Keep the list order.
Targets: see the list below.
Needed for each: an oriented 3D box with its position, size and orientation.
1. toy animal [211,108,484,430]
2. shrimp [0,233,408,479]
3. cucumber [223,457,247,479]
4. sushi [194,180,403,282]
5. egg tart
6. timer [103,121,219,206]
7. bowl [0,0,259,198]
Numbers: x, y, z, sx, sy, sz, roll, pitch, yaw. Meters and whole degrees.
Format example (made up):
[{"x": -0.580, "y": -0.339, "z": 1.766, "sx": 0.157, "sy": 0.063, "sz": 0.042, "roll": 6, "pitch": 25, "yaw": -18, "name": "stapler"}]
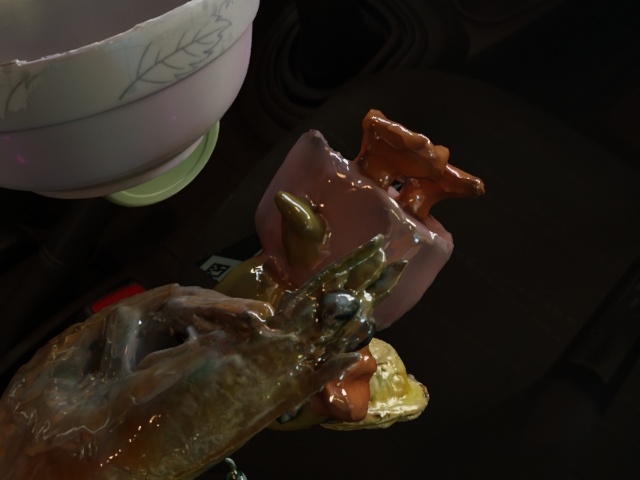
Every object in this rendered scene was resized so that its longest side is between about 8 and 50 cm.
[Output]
[{"x": -0.003, "y": 0.037, "z": 0.639, "sx": 0.169, "sy": 0.195, "sz": 0.281, "roll": 26, "pitch": 91, "yaw": 40, "name": "toy animal"}, {"x": -0.090, "y": 0.076, "z": 0.528, "sx": 0.317, "sy": 0.077, "sz": 0.168, "roll": -29, "pitch": 48, "yaw": 5, "name": "shrimp"}, {"x": -0.088, "y": 0.406, "z": 1.079, "sx": 0.056, "sy": 0.056, "sz": 0.250, "roll": -22, "pitch": 96, "yaw": -8, "name": "cucumber"}, {"x": 0.000, "y": 0.000, "z": 1.128, "sx": 0.294, "sy": 0.292, "sz": 0.059, "roll": -24, "pitch": 61, "yaw": 6, "name": "sushi"}, {"x": 0.051, "y": 0.239, "z": 1.398, "sx": 0.288, "sy": 0.288, "sz": 0.118, "roll": 9, "pitch": 100, "yaw": 3, "name": "egg tart"}, {"x": -0.412, "y": -0.271, "z": 1.636, "sx": 0.291, "sy": 0.291, "sz": 0.315, "roll": -39, "pitch": 61, "yaw": -13, "name": "timer"}, {"x": -0.179, "y": -0.133, "z": 0.600, "sx": 0.287, "sy": 0.144, "sz": 0.287, "roll": -6, "pitch": 37, "yaw": 5, "name": "bowl"}]
